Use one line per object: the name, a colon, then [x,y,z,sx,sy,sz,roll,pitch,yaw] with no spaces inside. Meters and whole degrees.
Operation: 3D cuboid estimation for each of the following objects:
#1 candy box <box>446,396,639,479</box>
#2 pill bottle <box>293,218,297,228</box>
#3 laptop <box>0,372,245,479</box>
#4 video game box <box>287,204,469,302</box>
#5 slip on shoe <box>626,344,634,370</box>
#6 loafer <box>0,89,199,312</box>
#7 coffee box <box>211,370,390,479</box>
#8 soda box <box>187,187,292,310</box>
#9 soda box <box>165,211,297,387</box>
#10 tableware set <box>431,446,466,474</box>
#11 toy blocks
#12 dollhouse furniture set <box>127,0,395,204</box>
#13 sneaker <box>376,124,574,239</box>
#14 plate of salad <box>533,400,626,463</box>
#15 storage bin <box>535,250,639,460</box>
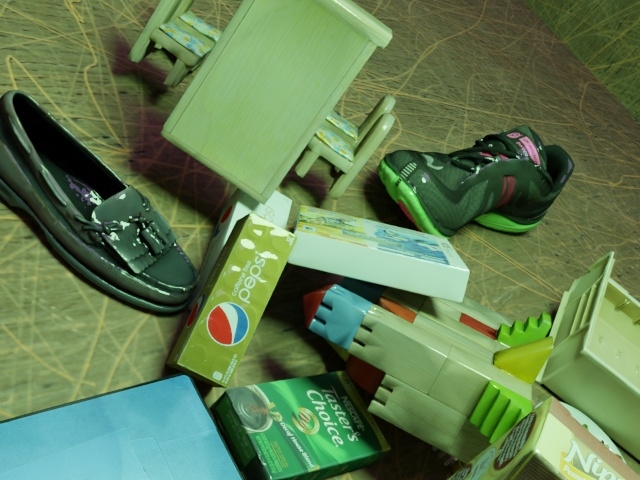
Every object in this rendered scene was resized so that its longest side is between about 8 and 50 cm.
candy box: [0.152,0.298,0.711,0.183,0.316,0.087,42,33,4]
pill bottle: [0.000,0.000,1.165,0.043,0.043,0.083,-7,56,-49]
laptop: [-0.150,0.238,0.553,0.236,0.408,0.382,-28,65,-11]
video game box: [0.066,0.011,1.019,0.205,0.048,0.187,13,9,-3]
slip on shoe: [0.521,0.191,1.459,0.041,0.051,0.135,39,40,-7]
loafer: [-0.251,-0.042,0.913,0.302,0.095,0.109,39,33,-1]
coffee box: [-0.018,0.204,0.906,0.184,0.040,0.113,2,47,-44]
soda box: [-0.095,0.012,1.032,0.074,0.069,0.216,31,34,-14]
soda box: [-0.094,0.063,0.893,0.061,0.058,0.181,29,71,-16]
tableware set: [0.212,0.272,1.074,0.104,0.024,0.154,51,34,15]
toy blocks: [0.115,0.123,1.010,0.261,0.190,0.381,27,14,9]
dollhouse furniture set: [-0.049,-0.253,1.151,0.362,0.256,0.394,34,20,-9]
sneaker: [0.275,-0.121,1.439,0.483,0.202,0.185,-7,54,-49]
plate of salad: [0.380,0.307,1.179,0.200,0.048,0.199,26,36,-21]
storage bin: [0.505,0.191,1.325,0.262,0.123,0.260,38,46,-2]
